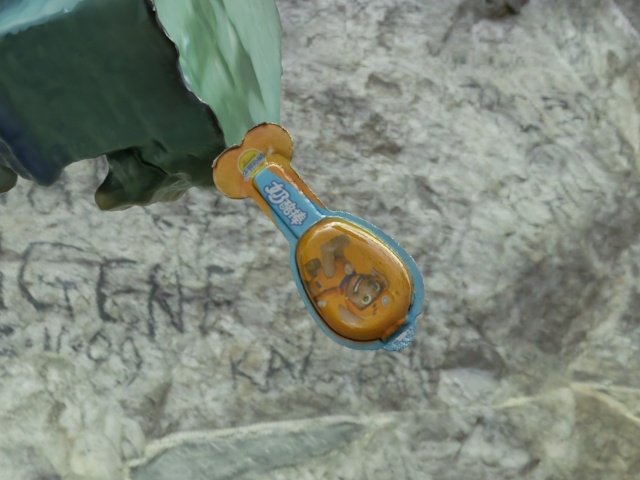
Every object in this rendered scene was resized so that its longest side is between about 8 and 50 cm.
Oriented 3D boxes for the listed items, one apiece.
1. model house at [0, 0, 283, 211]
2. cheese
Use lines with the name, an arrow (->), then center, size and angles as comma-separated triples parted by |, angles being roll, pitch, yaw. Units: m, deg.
model house -> -0.218, -0.142, 0.642 | 0.329, 0.295, 0.251 | -11, -42, 10
cheese -> 0.000, 0.000, 0.371 | 0.047, 0.017, 0.111 | -41, -98, 1
